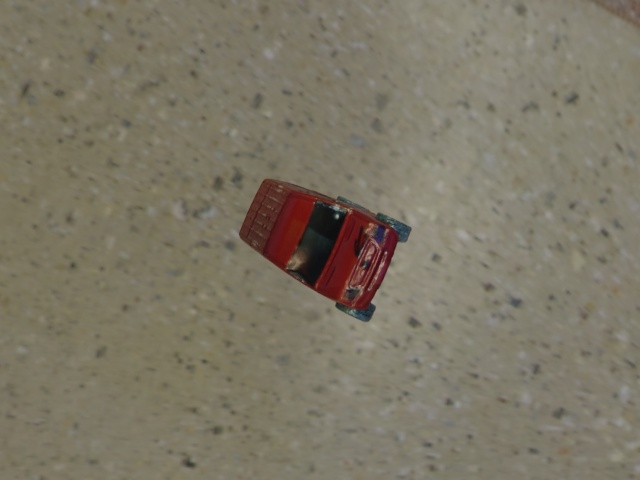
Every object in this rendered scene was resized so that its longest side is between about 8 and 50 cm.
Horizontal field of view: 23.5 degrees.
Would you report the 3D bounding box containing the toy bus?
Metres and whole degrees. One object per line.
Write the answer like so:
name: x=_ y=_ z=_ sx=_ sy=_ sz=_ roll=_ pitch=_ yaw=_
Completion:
toy bus: x=0.000 y=0.000 z=1.231 sx=0.089 sy=0.195 sz=0.081 roll=24 pitch=92 yaw=-16
